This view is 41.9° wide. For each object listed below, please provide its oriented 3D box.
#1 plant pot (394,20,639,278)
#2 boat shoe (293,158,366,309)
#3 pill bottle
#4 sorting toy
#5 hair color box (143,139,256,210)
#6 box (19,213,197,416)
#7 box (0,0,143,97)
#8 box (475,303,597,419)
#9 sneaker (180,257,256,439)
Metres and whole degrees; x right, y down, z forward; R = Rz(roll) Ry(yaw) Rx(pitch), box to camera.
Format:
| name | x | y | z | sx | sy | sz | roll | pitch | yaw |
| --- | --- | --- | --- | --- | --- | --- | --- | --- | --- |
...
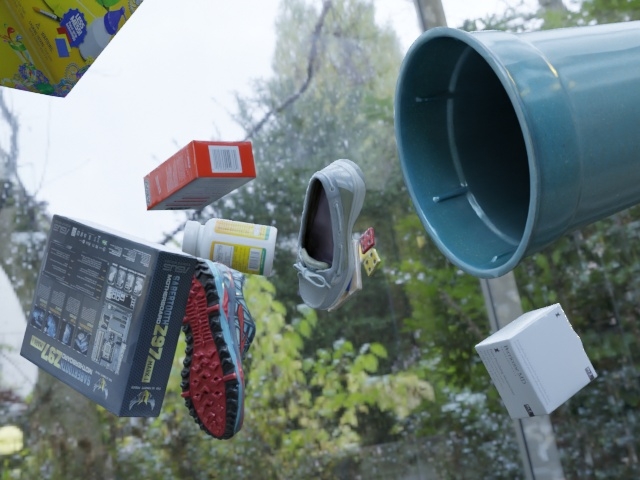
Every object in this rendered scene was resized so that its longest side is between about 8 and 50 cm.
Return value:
| name | x | y | z | sx | sy | sz | roll | pitch | yaw |
| --- | --- | --- | --- | --- | --- | --- | --- | --- | --- |
| plant pot | 0.330 | -0.153 | 1.166 | 0.334 | 0.341 | 0.341 | -15 | -18 | -19 |
| boat shoe | 0.002 | 0.000 | 1.584 | 0.103 | 0.118 | 0.320 | -23 | -42 | -43 |
| pill bottle | -0.210 | 0.012 | 1.932 | 0.209 | 0.117 | 0.117 | 8 | -23 | -3 |
| sorting toy | 0.044 | 0.076 | 1.935 | 0.046 | 0.132 | 0.274 | 15 | -36 | -27 |
| hair color box | -0.135 | -0.069 | 0.913 | 0.072 | 0.043 | 0.141 | -3 | -11 | -34 |
| box | -0.250 | 0.080 | 0.961 | 0.233 | 0.183 | 0.059 | 14 | 1 | 44 |
| box | -0.338 | -0.370 | 0.938 | 0.177 | 0.279 | 0.290 | 14 | -32 | 23 |
| box | 0.463 | 0.260 | 1.795 | 0.182 | 0.180 | 0.119 | -26 | -3 | -33 |
| sneaker | -0.131 | 0.155 | 1.220 | 0.104 | 0.261 | 0.125 | -13 | -12 | 34 |
